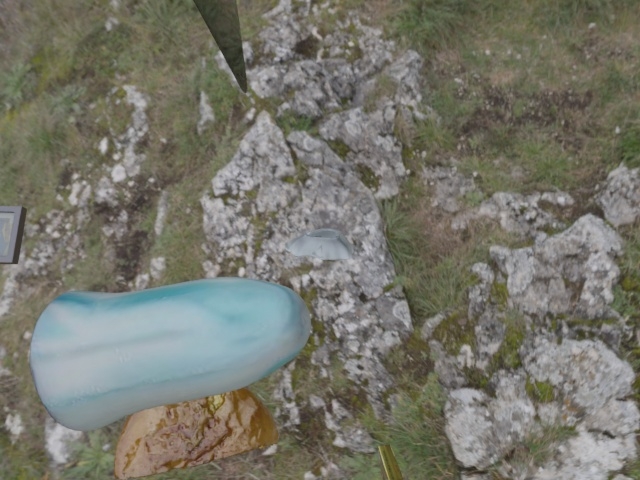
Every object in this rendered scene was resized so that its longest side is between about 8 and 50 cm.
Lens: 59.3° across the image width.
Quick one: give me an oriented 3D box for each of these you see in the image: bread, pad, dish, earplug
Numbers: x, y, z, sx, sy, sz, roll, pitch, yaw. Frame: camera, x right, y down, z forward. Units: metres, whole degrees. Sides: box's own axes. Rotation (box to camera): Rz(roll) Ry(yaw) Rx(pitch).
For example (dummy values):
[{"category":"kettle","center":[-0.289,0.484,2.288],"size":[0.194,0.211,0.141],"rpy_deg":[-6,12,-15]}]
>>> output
[{"category":"bread","center":[-0.270,0.386,1.203],"size":[0.339,0.194,0.179],"rpy_deg":[-6,71,-23]},{"category":"pad","center":[-0.164,-0.375,0.590],"size":[0.063,0.315,0.376],"rpy_deg":[-12,69,5]},{"category":"dish","center":[0.000,0.000,1.105],"size":[0.137,0.039,0.091],"rpy_deg":[-1,30,-17]},{"category":"earplug","center":[-0.168,0.120,0.708],"size":[0.323,0.185,0.185],"rpy_deg":[-14,64,15]}]

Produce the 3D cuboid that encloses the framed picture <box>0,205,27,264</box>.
[{"category":"framed picture","center":[-0.736,-0.013,1.230],"size":[0.168,0.023,0.128],"rpy_deg":[1,77,6]}]

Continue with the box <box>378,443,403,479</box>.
[{"category":"box","center":[0.112,0.378,0.835],"size":[0.023,0.133,0.090],"rpy_deg":[-7,100,-3]}]
